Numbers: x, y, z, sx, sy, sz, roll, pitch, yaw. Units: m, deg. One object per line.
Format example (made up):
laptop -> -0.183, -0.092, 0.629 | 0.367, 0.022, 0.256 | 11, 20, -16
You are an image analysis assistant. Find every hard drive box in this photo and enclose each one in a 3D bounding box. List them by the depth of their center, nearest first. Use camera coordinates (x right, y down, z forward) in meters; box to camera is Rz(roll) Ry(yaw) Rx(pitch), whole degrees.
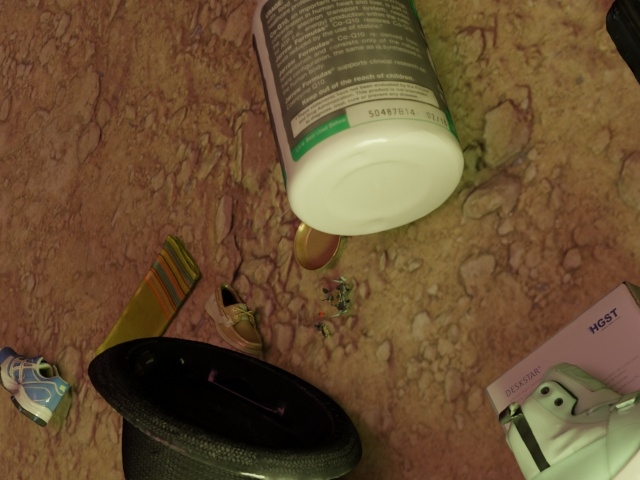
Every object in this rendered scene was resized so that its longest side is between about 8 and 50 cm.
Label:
hard drive box -> 0.279, 0.184, 0.939 | 0.181, 0.089, 0.232 | -43, 50, 27

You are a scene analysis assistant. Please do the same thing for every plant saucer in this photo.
plant saucer -> 0.000, 0.000, 1.347 | 0.083, 0.015, 0.083 | -17, 65, 42

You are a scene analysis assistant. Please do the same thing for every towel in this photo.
towel -> -0.263, 0.111, 1.575 | 0.237, 0.021, 0.102 | -55, 44, 17

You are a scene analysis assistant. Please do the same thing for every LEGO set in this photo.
LEGO set -> 0.020, 0.080, 1.298 | 0.083, 0.023, 0.054 | -58, 40, 33

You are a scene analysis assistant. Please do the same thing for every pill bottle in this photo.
pill bottle -> 0.030, -0.205, 1.250 | 0.204, 0.204, 0.361 | -35, 54, 33

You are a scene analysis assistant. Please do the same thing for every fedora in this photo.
fedora -> -0.121, 0.237, 1.194 | 0.334, 0.334, 0.152 | 30, 108, 47

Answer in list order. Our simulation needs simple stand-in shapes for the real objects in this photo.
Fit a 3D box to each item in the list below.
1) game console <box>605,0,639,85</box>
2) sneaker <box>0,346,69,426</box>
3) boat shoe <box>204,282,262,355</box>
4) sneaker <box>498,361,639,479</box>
game console -> 0.386, -0.131, 0.977 | 0.213, 0.044, 0.361 | -39, 52, 28
sneaker -> -0.476, 0.226, 1.728 | 0.081, 0.080, 0.211 | -49, 44, -8
boat shoe -> -0.114, 0.103, 1.402 | 0.135, 0.050, 0.045 | 44, 114, 45
sneaker -> 0.252, 0.128, 0.853 | 0.256, 0.094, 0.151 | -49, 44, 21
